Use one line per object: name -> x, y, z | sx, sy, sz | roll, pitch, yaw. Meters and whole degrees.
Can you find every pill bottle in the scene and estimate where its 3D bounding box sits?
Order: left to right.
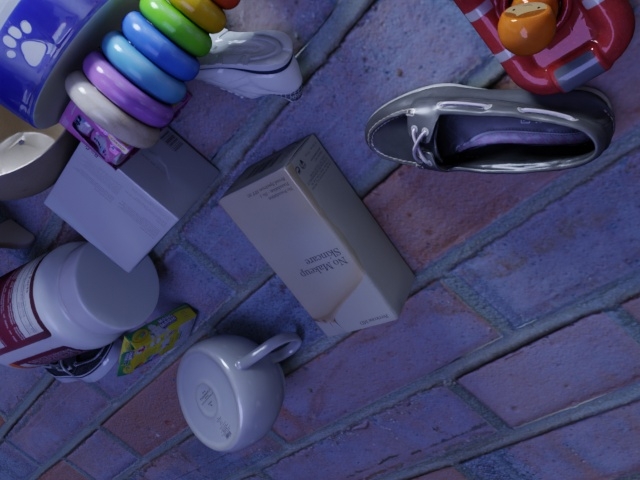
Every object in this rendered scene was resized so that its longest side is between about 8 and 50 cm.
pill bottle -> -0.528, 0.129, 1.393 | 0.392, 0.224, 0.224 | -19, 116, 37

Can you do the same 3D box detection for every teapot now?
teapot -> -0.159, 0.297, 1.382 | 0.256, 0.187, 0.252 | 6, 103, 44

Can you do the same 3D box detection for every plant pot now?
plant pot -> -0.528, -0.179, 1.131 | 0.284, 0.284, 0.191 | 23, 157, 8

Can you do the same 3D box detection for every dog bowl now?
dog bowl -> -0.352, -0.286, 0.926 | 0.104, 0.264, 0.265 | 39, 134, -9

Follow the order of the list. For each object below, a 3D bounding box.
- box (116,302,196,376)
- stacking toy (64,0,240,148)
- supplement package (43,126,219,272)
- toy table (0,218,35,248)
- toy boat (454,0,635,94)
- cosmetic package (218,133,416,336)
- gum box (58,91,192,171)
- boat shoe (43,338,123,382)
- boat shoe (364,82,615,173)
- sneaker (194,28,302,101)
box -> -0.350, 0.210, 1.400 | 0.043, 0.179, 0.105 | 44, 136, 16
stacking toy -> -0.177, -0.282, 0.867 | 0.141, 0.141, 0.330 | 41, 100, -9
supplement package -> -0.324, -0.091, 1.154 | 0.194, 0.149, 0.203 | 42, 134, -11
toy table -> -0.767, -0.033, 1.423 | 0.274, 0.160, 0.252 | 45, 133, -14
toy boat -> 0.232, -0.253, 0.734 | 0.151, 0.151, 0.231 | -29, 110, 40
cosmetic package -> 0.000, 0.000, 1.093 | 0.160, 0.113, 0.309 | -22, 113, 38
gum box -> -0.295, -0.199, 1.022 | 0.107, 0.188, 0.062 | 42, 133, -9
boat shoe -> -0.591, 0.273, 1.623 | 0.306, 0.113, 0.105 | -13, 135, 45
boat shoe -> 0.204, -0.141, 0.881 | 0.336, 0.095, 0.112 | 0, 127, 27
sneaker -> -0.138, -0.251, 0.977 | 0.235, 0.090, 0.094 | 16, 156, 24
